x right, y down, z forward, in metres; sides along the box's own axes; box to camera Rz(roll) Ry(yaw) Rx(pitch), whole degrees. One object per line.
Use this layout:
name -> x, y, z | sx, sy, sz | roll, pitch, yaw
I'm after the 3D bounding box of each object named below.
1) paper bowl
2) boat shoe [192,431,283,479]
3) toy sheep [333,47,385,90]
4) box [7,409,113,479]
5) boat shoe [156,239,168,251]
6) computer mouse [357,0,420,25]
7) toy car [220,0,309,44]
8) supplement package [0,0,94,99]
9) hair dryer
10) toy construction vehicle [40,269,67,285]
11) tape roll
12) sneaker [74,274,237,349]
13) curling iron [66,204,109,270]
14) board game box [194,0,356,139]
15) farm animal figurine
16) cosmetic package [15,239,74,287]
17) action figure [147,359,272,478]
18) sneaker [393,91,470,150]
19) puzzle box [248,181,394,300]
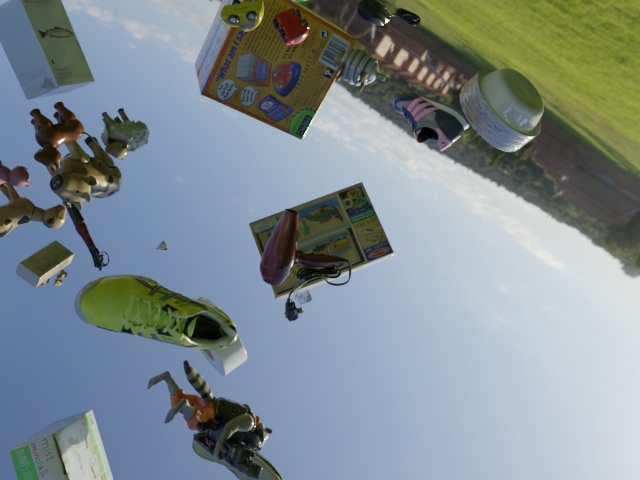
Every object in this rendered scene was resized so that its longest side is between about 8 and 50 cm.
paper bowl -> 0.608, -0.445, 1.636 | 0.284, 0.148, 0.284 | 16, -124, -25
boat shoe -> -0.250, 0.696, 1.597 | 0.335, 0.112, 0.095 | 23, -175, 17
toy sheep -> 0.090, -0.401, 1.167 | 0.132, 0.091, 0.091 | 30, -162, 6
box -> -0.668, 0.618, 1.324 | 0.231, 0.127, 0.261 | 116, 136, -87
boat shoe -> -0.608, 0.027, 1.930 | 0.035, 0.100, 0.035 | 48, -121, -9
computer mouse -> 0.199, -0.636, 1.394 | 0.242, 0.041, 0.071 | -14, -109, -38
toy car -> -0.074, -0.522, 1.106 | 0.239, 0.225, 0.053 | 28, 160, 27
supplement package -> -0.580, -0.401, 1.046 | 0.105, 0.105, 0.179 | -48, -56, -58
hair dryer -> -0.051, 0.044, 1.270 | 0.080, 0.224, 0.293 | 31, 150, 47
toy construction vehicle -> -1.024, 0.143, 1.914 | 0.086, 0.098, 0.035 | -11, -112, -40
tape roll -> -0.389, 0.347, 1.813 | 0.100, 0.286, 0.286 | -34, -119, -24
sneaker -> -0.367, 0.169, 1.179 | 0.385, 0.145, 0.147 | 17, 171, -32
curling iron -> -0.645, -0.045, 1.358 | 0.035, 0.068, 0.273 | -28, -87, -44
board game box -> -0.165, -0.611, 1.629 | 0.356, 0.356, 0.356 | 19, -154, -28
farm animal figurine -> -0.547, -0.125, 1.069 | 0.172, 0.330, 0.327 | 55, -155, 1
cosmetic package -> -0.651, 0.054, 1.186 | 0.060, 0.041, 0.115 | 39, -147, -3
action figure -> -0.247, 0.458, 1.272 | 0.330, 0.178, 0.341 | 40, 156, -32
sneaker -> 0.323, -0.389, 1.624 | 0.112, 0.131, 0.319 | 40, 179, -42
puzzle box -> 0.000, 0.000, 1.633 | 0.052, 0.409, 0.272 | 86, 162, -74
